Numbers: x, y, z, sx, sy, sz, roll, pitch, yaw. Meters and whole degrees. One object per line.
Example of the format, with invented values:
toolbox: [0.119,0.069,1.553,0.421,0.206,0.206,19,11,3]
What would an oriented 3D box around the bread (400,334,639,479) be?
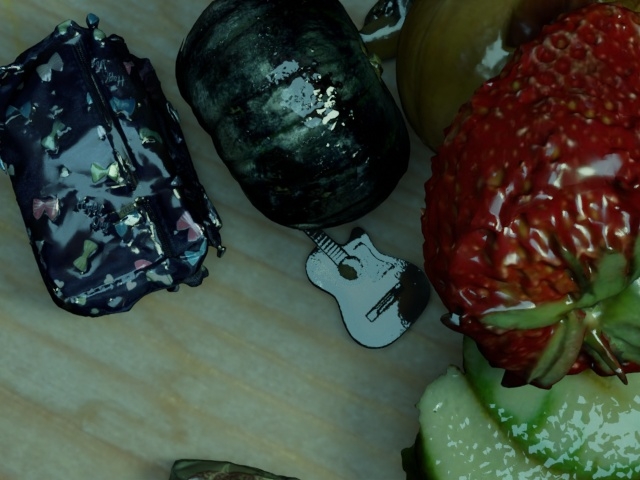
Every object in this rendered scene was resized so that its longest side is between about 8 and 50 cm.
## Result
bread: [0.253,0.141,1.615,0.381,0.129,0.366,-19,73,1]

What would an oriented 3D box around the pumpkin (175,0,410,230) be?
pumpkin: [-0.020,-0.119,1.610,0.163,0.233,0.233,-33,85,6]

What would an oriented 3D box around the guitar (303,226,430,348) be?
guitar: [0.000,0.000,1.699,0.233,0.025,0.088,44,86,5]

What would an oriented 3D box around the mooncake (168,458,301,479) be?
mooncake: [-0.084,0.263,1.652,0.125,0.073,0.130,11,86,-1]

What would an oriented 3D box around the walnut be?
walnut: [0.187,-0.185,1.632,0.203,0.203,0.298,44,62,4]

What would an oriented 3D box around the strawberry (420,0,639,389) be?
strawberry: [0.201,-0.029,1.479,0.261,0.261,0.258,-13,51,-1]

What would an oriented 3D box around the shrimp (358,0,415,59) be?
shrimp: [0.019,-0.285,1.714,0.198,0.051,0.262,-37,89,-3]

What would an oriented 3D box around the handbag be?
handbag: [-0.195,-0.063,1.663,0.162,0.113,0.260,-24,86,4]
